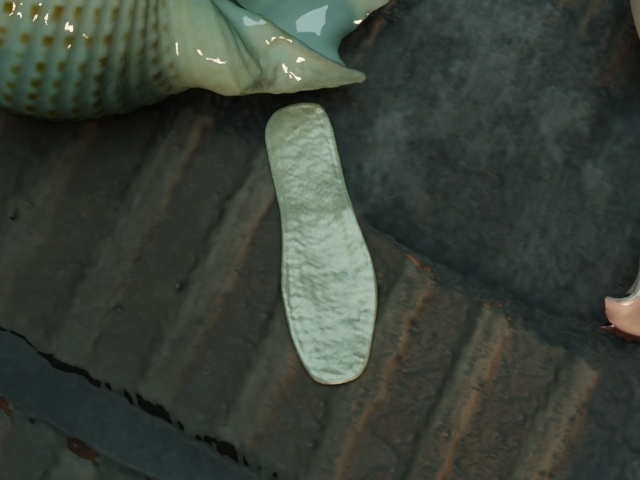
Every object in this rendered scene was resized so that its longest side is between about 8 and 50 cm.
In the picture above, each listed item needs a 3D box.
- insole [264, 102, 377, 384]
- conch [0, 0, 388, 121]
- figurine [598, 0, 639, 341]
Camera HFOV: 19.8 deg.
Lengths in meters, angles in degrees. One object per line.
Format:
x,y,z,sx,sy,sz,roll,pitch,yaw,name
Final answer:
0.000,0.000,1.193,0.063,0.010,0.192,-10,74,-1,insole
-0.118,-0.215,1.147,0.215,0.319,0.303,46,113,46,conch
0.282,-0.116,1.107,0.211,0.253,0.361,4,78,32,figurine
